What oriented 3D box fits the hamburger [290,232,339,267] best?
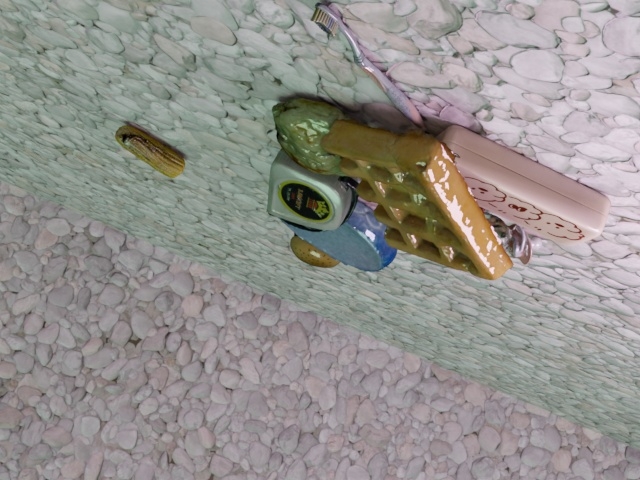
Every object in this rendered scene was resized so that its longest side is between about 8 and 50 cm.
[{"bbox_3d":[-0.002,-0.002,2.530,0.175,0.136,0.175,22,163,7],"label":"hamburger"}]

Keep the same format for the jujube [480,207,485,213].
[{"bbox_3d":[0.259,-0.082,1.909,0.166,0.104,0.104,36,178,41],"label":"jujube"}]

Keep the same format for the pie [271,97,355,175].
[{"bbox_3d":[-0.013,-0.199,1.932,0.201,0.090,0.248,21,162,18],"label":"pie"}]

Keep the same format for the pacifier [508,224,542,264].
[{"bbox_3d":[0.439,0.005,2.074,0.078,0.081,0.099,-6,-159,-17],"label":"pacifier"}]

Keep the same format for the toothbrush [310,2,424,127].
[{"bbox_3d":[0.089,-0.280,1.613,0.028,0.037,0.375,15,167,38],"label":"toothbrush"}]

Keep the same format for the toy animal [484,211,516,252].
[{"bbox_3d":[0.281,-0.048,2.064,0.255,0.089,0.170,20,161,1],"label":"toy animal"}]

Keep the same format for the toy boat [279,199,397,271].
[{"bbox_3d":[0.048,-0.056,2.363,0.330,0.123,0.215,31,151,1],"label":"toy boat"}]

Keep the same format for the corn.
[{"bbox_3d":[-0.434,-0.227,2.490,0.203,0.072,0.072,33,162,-33],"label":"corn"}]

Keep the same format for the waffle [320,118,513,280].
[{"bbox_3d":[0.179,-0.076,1.794,0.304,0.077,0.348,22,156,49],"label":"waffle"}]

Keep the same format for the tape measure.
[{"bbox_3d":[-0.012,-0.108,2.157,0.207,0.115,0.235,22,148,8],"label":"tape measure"}]

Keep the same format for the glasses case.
[{"bbox_3d":[0.354,-0.096,1.783,0.337,0.076,0.144,24,166,-7],"label":"glasses case"}]
